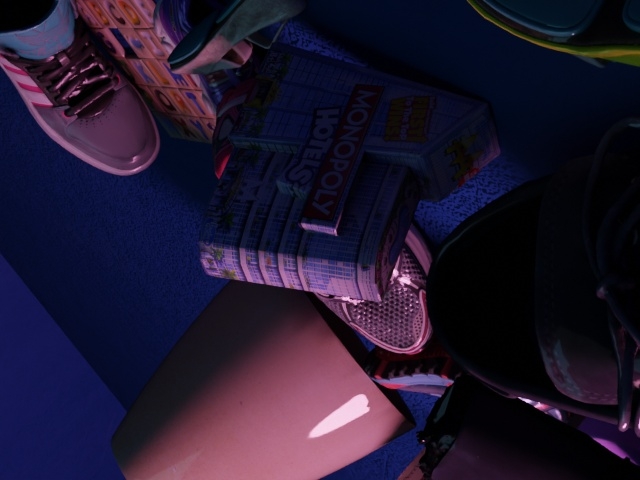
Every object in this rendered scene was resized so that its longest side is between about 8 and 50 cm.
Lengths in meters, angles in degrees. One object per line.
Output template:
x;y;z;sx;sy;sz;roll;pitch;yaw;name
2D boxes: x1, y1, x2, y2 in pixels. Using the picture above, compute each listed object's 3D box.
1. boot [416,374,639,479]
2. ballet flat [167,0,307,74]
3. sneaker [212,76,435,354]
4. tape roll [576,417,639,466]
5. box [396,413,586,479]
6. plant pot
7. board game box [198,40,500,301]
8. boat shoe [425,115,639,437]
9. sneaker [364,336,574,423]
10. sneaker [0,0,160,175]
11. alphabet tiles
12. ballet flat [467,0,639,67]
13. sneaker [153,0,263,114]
0.173;0.171;0.889;0.207;0.094;0.246;26;176;-4;boot
-0.069;-0.167;1.079;0.052;0.057;0.168;38;146;-17;ballet flat
0.000;0.000;1.168;0.299;0.121;0.112;48;-154;-24;sneaker
0.330;0.225;1.071;0.275;0.090;0.275;39;161;16;tape roll
0.202;0.251;1.302;0.127;0.148;0.232;50;160;-16;box
-0.080;0.181;1.433;0.256;0.274;0.256;51;-177;-4;plant pot
0.025;-0.055;0.988;0.194;0.194;0.060;7;147;24;board game box
0.202;0.030;0.741;0.156;0.186;0.500;8;174;-18;boat shoe
0.140;0.135;1.259;0.125;0.104;0.262;50;161;-21;sneaker
-0.274;-0.197;1.383;0.295;0.124;0.178;47;171;-5;sneaker
-0.159;-0.175;1.374;0.237;0.009;0.198;15;145;57;alphabet tiles
0.169;-0.119;0.710;0.231;0.077;0.077;25;170;42;ballet flat
-0.078;-0.155;1.165;0.170;0.068;0.071;47;151;-15;sneaker
